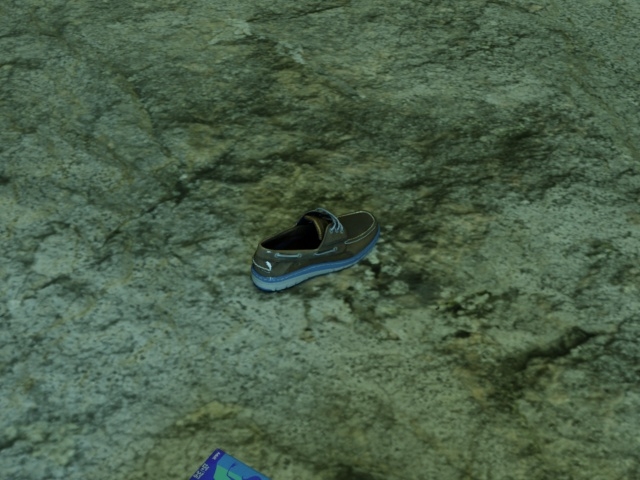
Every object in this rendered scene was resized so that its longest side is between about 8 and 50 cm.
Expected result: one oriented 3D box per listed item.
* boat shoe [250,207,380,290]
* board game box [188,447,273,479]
[{"bbox_3d":[0.000,0.000,1.240,0.183,0.066,0.066,-27,50,-29],"label":"boat shoe"},{"bbox_3d":[-0.056,0.300,0.918,0.210,0.047,0.160,25,46,21],"label":"board game box"}]
